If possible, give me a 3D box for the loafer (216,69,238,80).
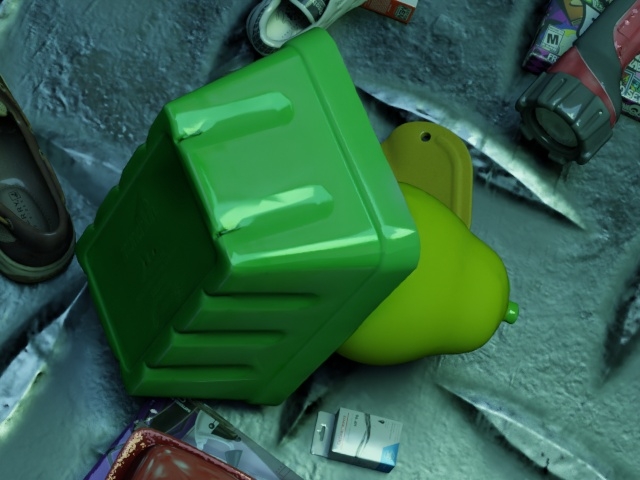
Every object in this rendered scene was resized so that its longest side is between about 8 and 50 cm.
[{"bbox_3d":[-0.117,-0.112,1.936,0.050,0.056,0.148,35,77,3],"label":"loafer"}]

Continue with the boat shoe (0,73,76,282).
[{"bbox_3d":[-0.350,-0.121,1.853,0.123,0.123,0.342,-27,76,-19],"label":"boat shoe"}]

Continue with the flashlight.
[{"bbox_3d":[0.337,-0.213,1.994,0.304,0.103,0.103,-45,110,-20],"label":"flashlight"}]

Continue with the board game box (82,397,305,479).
[{"bbox_3d":[-0.074,0.314,1.781,0.347,0.056,0.208,37,71,4],"label":"board game box"}]

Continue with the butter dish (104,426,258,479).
[{"bbox_3d":[-0.130,0.256,1.704,0.160,0.118,0.160,27,66,0],"label":"butter dish"}]

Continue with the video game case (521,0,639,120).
[{"bbox_3d":[0.369,-0.237,2.084,0.232,0.042,0.210,25,67,-1],"label":"video game case"}]

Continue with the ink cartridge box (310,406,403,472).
[{"bbox_3d":[0.036,0.198,1.856,0.083,0.028,0.048,14,67,-5],"label":"ink cartridge box"}]

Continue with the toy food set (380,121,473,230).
[{"bbox_3d":[0.099,-0.014,1.937,0.128,0.071,0.218,-1,65,14],"label":"toy food set"}]

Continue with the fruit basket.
[{"bbox_3d":[0.000,0.000,1.752,0.392,0.392,0.283,-17,71,-17],"label":"fruit basket"}]

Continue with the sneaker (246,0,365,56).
[{"bbox_3d":[0.018,-0.281,1.964,0.090,0.095,0.235,42,90,-2],"label":"sneaker"}]

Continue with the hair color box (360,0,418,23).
[{"bbox_3d":[0.045,-0.300,2.044,0.141,0.043,0.072,19,67,-4],"label":"hair color box"}]
